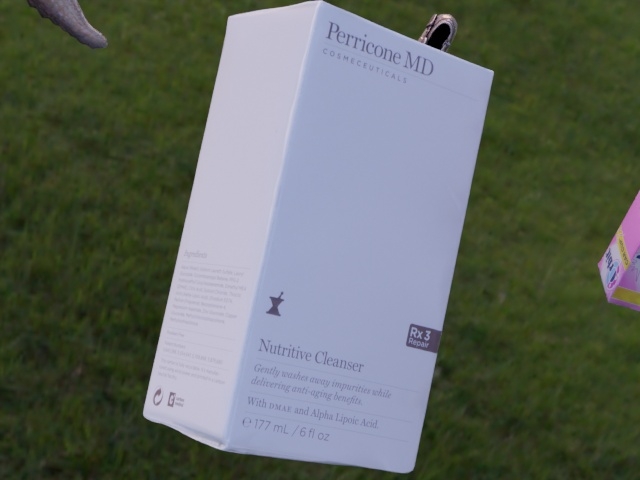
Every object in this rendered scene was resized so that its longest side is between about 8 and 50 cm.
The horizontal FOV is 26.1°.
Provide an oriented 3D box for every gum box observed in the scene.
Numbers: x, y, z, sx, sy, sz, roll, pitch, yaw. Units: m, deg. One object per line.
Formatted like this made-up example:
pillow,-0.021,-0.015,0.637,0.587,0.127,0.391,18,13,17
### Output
gum box,0.359,0.022,1.230,0.188,0.107,0.062,16,33,-9

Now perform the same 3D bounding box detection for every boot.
boot,0.114,-0.197,1.530,0.042,0.118,0.087,25,8,-1

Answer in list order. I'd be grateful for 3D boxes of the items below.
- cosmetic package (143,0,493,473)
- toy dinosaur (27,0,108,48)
cosmetic package,0.000,0.000,1.252,0.217,0.385,0.156,13,-3,-35
toy dinosaur,-0.203,-0.147,0.543,0.200,0.295,0.127,-27,69,9
